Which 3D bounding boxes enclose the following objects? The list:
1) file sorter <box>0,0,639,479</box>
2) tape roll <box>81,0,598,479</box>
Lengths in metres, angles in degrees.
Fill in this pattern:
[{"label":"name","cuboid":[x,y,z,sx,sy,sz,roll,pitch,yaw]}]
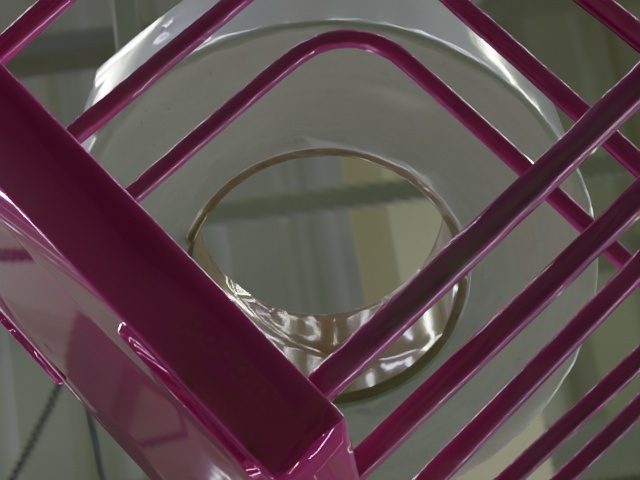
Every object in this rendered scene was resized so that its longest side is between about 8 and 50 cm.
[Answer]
[{"label":"file sorter","cuboid":[0.001,-0.024,0.526,0.182,0.291,0.202,-42,-110,-12]},{"label":"tape roll","cuboid":[0.000,0.000,1.000,0.286,0.286,0.100,2,-154,-3]}]
